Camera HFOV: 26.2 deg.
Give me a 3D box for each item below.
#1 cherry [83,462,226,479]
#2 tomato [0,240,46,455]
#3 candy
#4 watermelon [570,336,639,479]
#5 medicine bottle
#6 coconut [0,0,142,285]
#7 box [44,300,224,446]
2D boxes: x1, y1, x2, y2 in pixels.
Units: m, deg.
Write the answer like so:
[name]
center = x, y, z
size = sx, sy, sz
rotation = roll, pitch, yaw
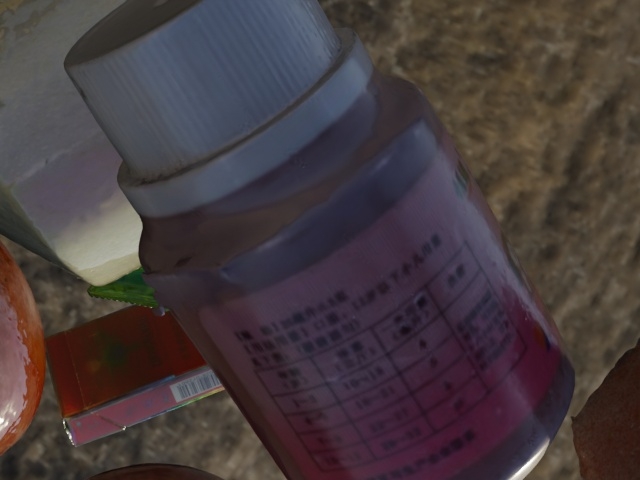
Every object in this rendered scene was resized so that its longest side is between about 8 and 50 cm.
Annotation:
[cherry]
center = -0.131, 0.265, 0.988
size = 0.206, 0.239, 0.239
rotation = -67, 150, -21
[tomato]
center = -0.349, 0.076, 1.070
size = 0.265, 0.265, 0.265
rotation = -33, 137, -37
[candy]
center = -0.165, 0.001, 1.199
size = 0.102, 0.178, 0.032
rotation = 4, 125, -22
[watermelon]
center = 0.241, 0.108, 0.702
size = 0.226, 0.148, 0.318
rotation = -8, 147, 2
[medicine bottle]
center = 0.000, 0.000, 0.587
size = 0.147, 0.147, 0.247
rotation = -43, 114, -27
[coconut]
center = -0.123, -0.090, 0.732
size = 0.241, 0.241, 0.241
rotation = -33, 137, -37
[box]
center = -0.169, 0.115, 1.312
size = 0.175, 0.112, 0.048
rotation = -20, 136, -5
